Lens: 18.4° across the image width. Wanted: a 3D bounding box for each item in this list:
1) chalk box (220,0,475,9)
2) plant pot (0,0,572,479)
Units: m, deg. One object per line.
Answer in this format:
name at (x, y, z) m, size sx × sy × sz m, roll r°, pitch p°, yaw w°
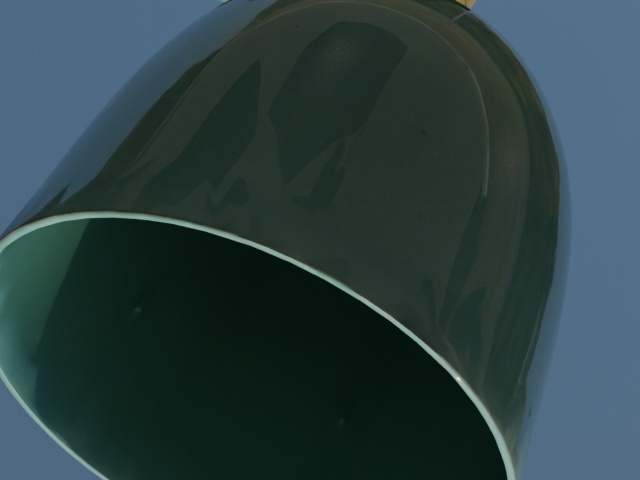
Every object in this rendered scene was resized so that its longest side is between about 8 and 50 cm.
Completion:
chalk box at (0.027, -0.246, 1.299) m, size 0.180 × 0.179 × 0.289 m, roll 22°, pitch -123°, yaw 22°
plant pot at (0.000, 0.000, 1.047) m, size 0.293 × 0.293 × 0.235 m, roll 26°, pitch -125°, yaw 1°
